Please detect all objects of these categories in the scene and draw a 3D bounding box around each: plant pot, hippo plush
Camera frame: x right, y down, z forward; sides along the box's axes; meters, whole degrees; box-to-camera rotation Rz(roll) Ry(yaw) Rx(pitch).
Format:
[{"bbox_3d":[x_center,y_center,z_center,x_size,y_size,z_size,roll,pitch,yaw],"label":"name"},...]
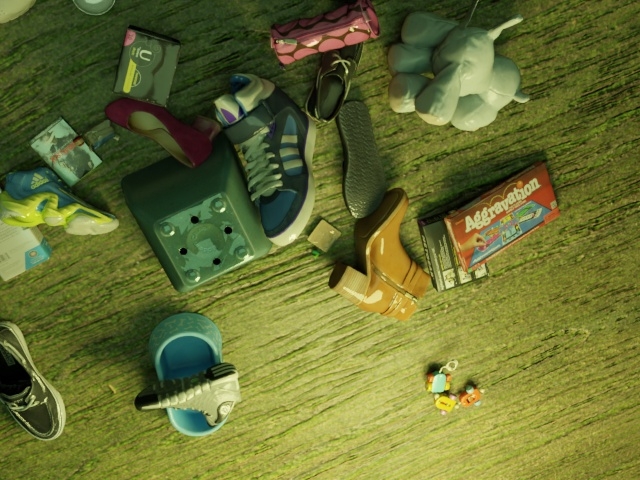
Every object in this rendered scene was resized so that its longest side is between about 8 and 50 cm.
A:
[{"bbox_3d":[-0.235,-0.035,1.425,0.248,0.252,0.247,-25,112,-3],"label":"plant pot"},{"bbox_3d":[0.296,-0.359,1.490,0.237,0.234,0.294,13,124,-47],"label":"hippo plush"}]

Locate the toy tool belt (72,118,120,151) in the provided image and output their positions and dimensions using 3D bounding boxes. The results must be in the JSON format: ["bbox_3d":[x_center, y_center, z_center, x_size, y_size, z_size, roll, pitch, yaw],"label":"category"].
[{"bbox_3d":[-0.443,-0.201,1.428,0.083,0.052,0.051,-40,120,-18],"label":"toy tool belt"}]

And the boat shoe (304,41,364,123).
[{"bbox_3d":[0.040,-0.352,1.473,0.084,0.079,0.233,18,102,-16],"label":"boat shoe"}]

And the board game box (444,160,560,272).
[{"bbox_3d":[0.422,-0.055,1.651,0.281,0.027,0.145,-31,112,-15],"label":"board game box"}]

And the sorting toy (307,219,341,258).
[{"bbox_3d":[0.000,0.000,1.617,0.062,0.012,0.083,35,95,-25],"label":"sorting toy"}]

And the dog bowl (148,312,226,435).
[{"bbox_3d":[-0.290,0.311,1.625,0.166,0.074,0.297,-12,110,-8],"label":"dog bowl"}]

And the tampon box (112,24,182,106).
[{"bbox_3d":[-0.326,-0.331,1.352,0.102,0.161,0.120,13,104,-16],"label":"tampon box"}]

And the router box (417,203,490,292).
[{"bbox_3d":[0.312,0.019,1.675,0.133,0.046,0.178,-18,111,-6],"label":"router box"}]

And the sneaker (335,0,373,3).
[{"bbox_3d":[0.016,-0.524,1.405,0.235,0.084,0.097,5,105,-15],"label":"sneaker"}]

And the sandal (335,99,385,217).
[{"bbox_3d":[0.084,-0.177,1.561,0.097,0.054,0.254,-8,100,-17],"label":"sandal"}]

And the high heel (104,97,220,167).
[{"bbox_3d":[-0.322,-0.204,1.386,0.244,0.117,0.082,17,140,6],"label":"high heel"}]

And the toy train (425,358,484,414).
[{"bbox_3d":[0.329,0.365,1.799,0.125,0.046,0.166,-36,115,0],"label":"toy train"}]

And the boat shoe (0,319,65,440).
[{"bbox_3d":[-0.638,0.317,1.534,0.108,0.102,0.301,-17,111,-7],"label":"boat shoe"}]

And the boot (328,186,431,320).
[{"bbox_3d":[0.174,0.041,1.623,0.220,0.109,0.283,27,93,-24],"label":"boot"}]

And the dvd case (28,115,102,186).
[{"bbox_3d":[-0.511,-0.178,1.442,0.087,0.013,0.119,-38,111,2],"label":"dvd case"}]

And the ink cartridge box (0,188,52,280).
[{"bbox_3d":[-0.635,-0.023,1.441,0.104,0.060,0.180,-27,112,-2],"label":"ink cartridge box"}]

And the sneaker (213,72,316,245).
[{"bbox_3d":[-0.127,-0.171,1.380,0.130,0.322,0.236,-22,140,39],"label":"sneaker"}]

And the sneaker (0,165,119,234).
[{"bbox_3d":[-0.515,-0.085,1.430,0.240,0.091,0.126,9,68,-43],"label":"sneaker"}]

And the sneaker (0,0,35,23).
[{"bbox_3d":[-0.517,-0.494,1.272,0.297,0.129,0.111,-40,114,4],"label":"sneaker"}]

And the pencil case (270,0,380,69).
[{"bbox_3d":[0.007,-0.406,1.397,0.210,0.098,0.095,-14,88,16],"label":"pencil case"}]

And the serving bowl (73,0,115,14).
[{"bbox_3d":[-0.428,-0.469,1.354,0.084,0.027,0.083,-4,110,-12],"label":"serving bowl"}]

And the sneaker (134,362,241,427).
[{"bbox_3d":[-0.278,0.362,1.562,0.229,0.086,0.132,-16,113,-8],"label":"sneaker"}]
